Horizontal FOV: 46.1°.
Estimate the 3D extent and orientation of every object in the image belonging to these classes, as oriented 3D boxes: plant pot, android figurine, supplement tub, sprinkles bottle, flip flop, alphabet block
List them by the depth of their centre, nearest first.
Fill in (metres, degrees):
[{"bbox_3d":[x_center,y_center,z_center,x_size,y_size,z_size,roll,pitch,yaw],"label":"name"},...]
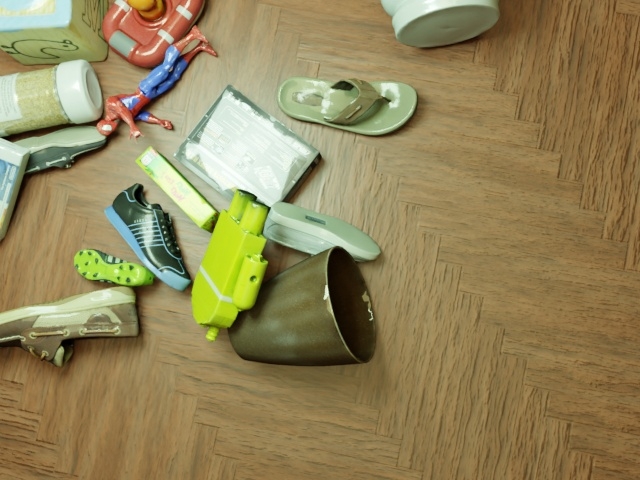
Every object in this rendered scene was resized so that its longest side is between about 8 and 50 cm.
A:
[{"bbox_3d":[-0.166,0.048,1.370,0.056,0.248,0.272,16,99,-26],"label":"android figurine"},{"bbox_3d":[-0.046,0.142,1.378,0.231,0.215,0.215,-16,83,21],"label":"plant pot"},{"bbox_3d":[0.211,-0.544,1.400,0.229,0.228,0.316,-9,83,4],"label":"supplement tub"},{"bbox_3d":[0.049,-0.272,1.459,0.277,0.080,0.112,9,85,5],"label":"flip flop"},{"bbox_3d":[-0.538,-0.468,1.467,0.193,0.197,0.193,0,84,5],"label":"alphabet block"},{"bbox_3d":[-0.620,-0.267,1.491,0.356,0.121,0.121,-10,84,4],"label":"sprinkles bottle"}]

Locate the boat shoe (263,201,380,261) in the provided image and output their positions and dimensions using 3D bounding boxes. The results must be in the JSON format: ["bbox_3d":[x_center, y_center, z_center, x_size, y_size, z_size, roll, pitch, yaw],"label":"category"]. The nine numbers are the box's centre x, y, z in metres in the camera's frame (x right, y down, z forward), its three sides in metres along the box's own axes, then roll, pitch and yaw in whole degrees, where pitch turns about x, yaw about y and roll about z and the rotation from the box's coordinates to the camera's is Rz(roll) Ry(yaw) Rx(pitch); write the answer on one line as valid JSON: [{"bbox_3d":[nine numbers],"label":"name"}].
[{"bbox_3d":[-0.001,0.000,1.440,0.228,0.079,0.081,21,120,-8],"label":"boat shoe"}]

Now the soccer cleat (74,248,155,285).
[{"bbox_3d":[-0.406,0.059,1.474,0.179,0.072,0.060,13,83,27],"label":"soccer cleat"}]

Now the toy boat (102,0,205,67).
[{"bbox_3d":[-0.334,-0.464,1.473,0.151,0.151,0.231,36,88,7],"label":"toy boat"}]

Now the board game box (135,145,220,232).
[{"bbox_3d":[-0.270,-0.097,1.460,0.043,0.092,0.181,-45,83,-1],"label":"board game box"}]

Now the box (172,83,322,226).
[{"bbox_3d":[-0.142,-0.164,1.475,0.231,0.056,0.183,37,89,7],"label":"box"}]

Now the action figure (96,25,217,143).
[{"bbox_3d":[-0.311,-0.279,1.481,0.280,0.091,0.139,-38,74,0],"label":"action figure"}]

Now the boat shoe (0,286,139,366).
[{"bbox_3d":[-0.514,0.183,1.441,0.342,0.123,0.123,-13,82,-3],"label":"boat shoe"}]

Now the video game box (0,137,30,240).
[{"bbox_3d":[-0.685,-0.119,1.461,0.187,0.048,0.205,23,110,-5],"label":"video game box"}]

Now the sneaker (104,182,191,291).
[{"bbox_3d":[-0.318,-0.009,1.461,0.090,0.081,0.232,-44,81,6],"label":"sneaker"}]

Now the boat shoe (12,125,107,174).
[{"bbox_3d":[-0.525,-0.179,1.516,0.206,0.075,0.064,-12,126,-2],"label":"boat shoe"}]
